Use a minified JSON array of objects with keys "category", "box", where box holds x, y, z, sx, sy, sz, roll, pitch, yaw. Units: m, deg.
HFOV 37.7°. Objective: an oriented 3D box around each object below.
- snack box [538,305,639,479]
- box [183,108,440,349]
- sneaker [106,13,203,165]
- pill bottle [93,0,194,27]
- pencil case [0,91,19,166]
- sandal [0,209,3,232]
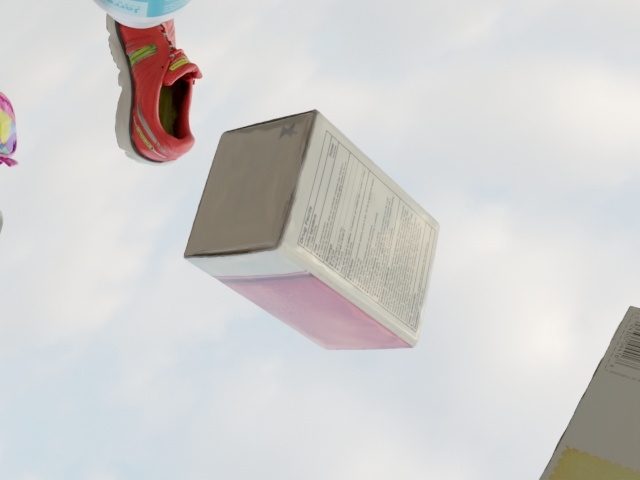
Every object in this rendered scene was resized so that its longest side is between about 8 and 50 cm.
[{"category":"snack box","box":[0.190,0.192,0.481,0.187,0.060,0.322,17,-123,35]},{"category":"box","box":[0.000,0.000,0.937,0.127,0.232,0.148,-7,-122,39]},{"category":"sneaker","box":[-0.210,-0.242,1.267,0.118,0.279,0.107,-2,-176,39]},{"category":"pill bottle","box":[-0.187,-0.327,0.997,0.146,0.146,0.264,-53,-178,-20]},{"category":"pencil case","box":[-0.510,-0.134,1.206,0.236,0.104,0.104,-4,-136,9]},{"category":"sandal","box":[-0.335,0.098,0.822,0.120,0.086,0.302,118,-15,-50]}]
